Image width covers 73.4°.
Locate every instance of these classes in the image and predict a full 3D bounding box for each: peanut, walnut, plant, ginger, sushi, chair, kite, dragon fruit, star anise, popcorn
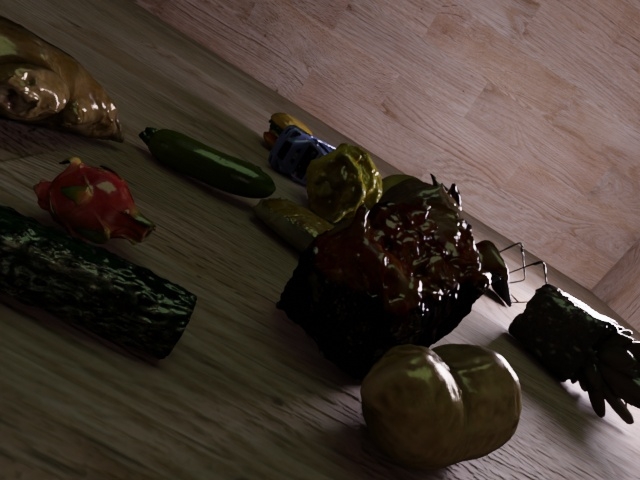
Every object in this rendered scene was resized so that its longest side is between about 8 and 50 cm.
[{"bbox_3d":[0.128,0.168,0.457,0.253,0.137,0.122,12,26,-41],"label":"peanut"},{"bbox_3d":[0.196,-0.014,0.887,0.224,0.224,0.224,29,19,-11],"label":"walnut"},{"bbox_3d":[0.603,0.238,0.955,0.320,0.194,0.181,40,23,27],"label":"plant"},{"bbox_3d":[-0.393,-0.219,0.594,0.270,0.123,0.219,17,22,-40],"label":"ginger"},{"bbox_3d":[0.118,0.055,0.586,0.343,0.182,0.197,-15,65,-46],"label":"sushi"},{"bbox_3d":[0.536,0.121,1.288,0.140,0.220,0.145,-100,173,-66],"label":"chair"},{"bbox_3d":[-0.174,-0.190,1.062,0.078,0.002,0.044,30,19,-11],"label":"kite"},{"bbox_3d":[-0.236,-0.034,0.460,0.116,0.081,0.086,33,8,3],"label":"dragon fruit"},{"bbox_3d":[0.343,-0.048,1.153,0.102,0.272,0.272,-3,29,-11],"label":"star anise"},{"bbox_3d":[0.048,-0.134,1.019,0.155,0.198,0.197,4,34,-52],"label":"popcorn"}]

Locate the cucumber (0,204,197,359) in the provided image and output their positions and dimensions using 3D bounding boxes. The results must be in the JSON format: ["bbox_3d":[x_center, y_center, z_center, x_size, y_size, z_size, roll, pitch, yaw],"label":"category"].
[{"bbox_3d":[-0.248,0.012,0.353,0.293,0.068,0.068,28,19,-13],"label":"cucumber"}]

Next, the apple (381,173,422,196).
[{"bbox_3d":[0.205,-0.071,1.096,0.199,0.200,0.200,29,19,-11],"label":"apple"}]

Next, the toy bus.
[{"bbox_3d":[0.003,-0.205,1.195,0.292,0.126,0.133,14,26,-46],"label":"toy bus"}]

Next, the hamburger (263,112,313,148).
[{"bbox_3d":[-0.100,-0.323,1.336,0.161,0.115,0.162,31,19,-12],"label":"hamburger"}]

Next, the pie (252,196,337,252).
[{"bbox_3d":[0.000,0.000,0.777,0.282,0.069,0.128,34,20,15],"label":"pie"}]

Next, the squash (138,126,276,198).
[{"bbox_3d":[-0.201,-0.135,0.769,0.257,0.069,0.069,22,21,-12],"label":"squash"}]
